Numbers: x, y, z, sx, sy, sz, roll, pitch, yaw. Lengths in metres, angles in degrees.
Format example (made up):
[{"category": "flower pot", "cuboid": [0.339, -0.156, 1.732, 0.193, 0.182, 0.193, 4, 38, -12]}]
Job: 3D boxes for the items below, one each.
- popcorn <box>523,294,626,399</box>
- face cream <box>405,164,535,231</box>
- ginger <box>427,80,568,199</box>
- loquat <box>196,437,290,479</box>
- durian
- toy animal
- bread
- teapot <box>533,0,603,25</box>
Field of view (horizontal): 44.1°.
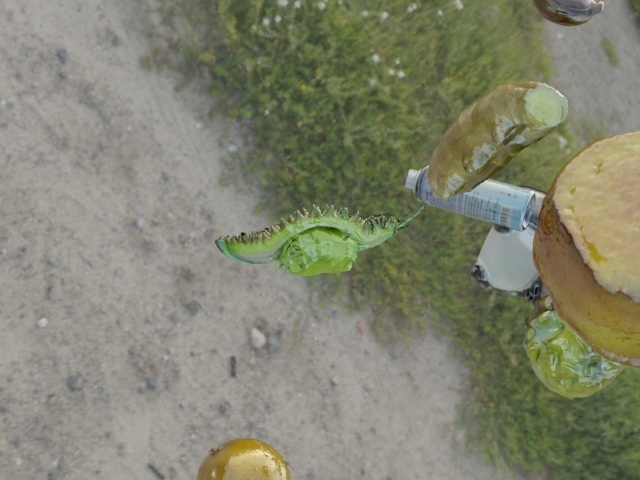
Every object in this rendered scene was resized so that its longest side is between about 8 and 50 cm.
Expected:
[{"category": "popcorn", "cuboid": [0.430, 0.156, 1.331, 0.198, 0.198, 0.213, -32, 91, -50]}, {"category": "face cream", "cuboid": [0.258, -0.082, 1.394, 0.075, 0.229, 0.075, -44, 144, -45]}, {"category": "ginger", "cuboid": [0.174, -0.106, 0.868, 0.115, 0.205, 0.081, -22, 81, -22]}, {"category": "loquat", "cuboid": [-0.109, 0.349, 1.132, 0.141, 0.141, 0.141, 24, 53, -37]}, {"category": "durian", "cuboid": [0.000, -0.005, 1.361, 0.107, 0.374, 0.132, -77, 159, -75]}, {"category": "toy animal", "cuboid": [0.473, 0.040, 1.515, 0.309, 0.251, 0.251, 30, 39, 14]}, {"category": "bread", "cuboid": [0.423, 0.002, 0.986, 0.172, 0.312, 0.312, 61, 26, -56]}, {"category": "teapot", "cuboid": [0.461, -0.451, 1.469, 0.129, 0.078, 0.098, 24, 54, 2]}]
